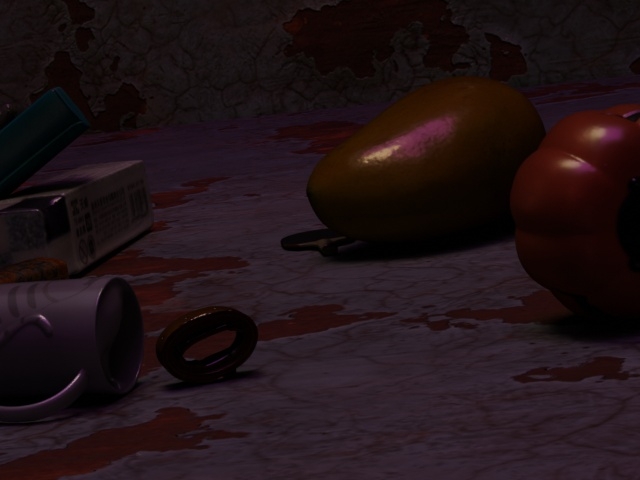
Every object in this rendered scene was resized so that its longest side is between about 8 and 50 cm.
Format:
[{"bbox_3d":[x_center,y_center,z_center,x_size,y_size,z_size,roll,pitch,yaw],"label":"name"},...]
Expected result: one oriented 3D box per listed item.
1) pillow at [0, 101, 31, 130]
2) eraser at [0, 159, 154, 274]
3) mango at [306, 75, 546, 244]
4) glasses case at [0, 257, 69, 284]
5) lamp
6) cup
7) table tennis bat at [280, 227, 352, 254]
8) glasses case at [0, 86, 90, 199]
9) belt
[{"bbox_3d":[-0.488,-0.067,2.384,0.228,0.101,0.326,-45,-13,25],"label":"pillow"},{"bbox_3d":[-0.302,-0.021,2.259,0.096,0.098,0.404,-6,8,13],"label":"eraser"},{"bbox_3d":[0.124,-0.083,2.123,0.211,0.173,0.317,2,19,45],"label":"mango"},{"bbox_3d":[-0.354,0.063,1.927,0.075,0.049,0.218,0,11,34],"label":"glasses case"},{"bbox_3d":[0.251,-0.024,1.607,0.188,0.187,0.164,-10,9,-18],"label":"lamp"},{"bbox_3d":[-0.227,0.085,1.548,0.133,0.099,0.136,-3,9,18],"label":"cup"},{"bbox_3d":[0.000,0.000,2.170,0.087,0.013,0.156,-7,8,-6],"label":"table tennis bat"},{"bbox_3d":[-0.402,-0.059,2.194,0.301,0.070,0.117,-38,7,1],"label":"glasses case"},{"bbox_3d":[-0.094,0.087,1.566,0.083,0.059,0.036,-21,11,-13],"label":"belt"}]
